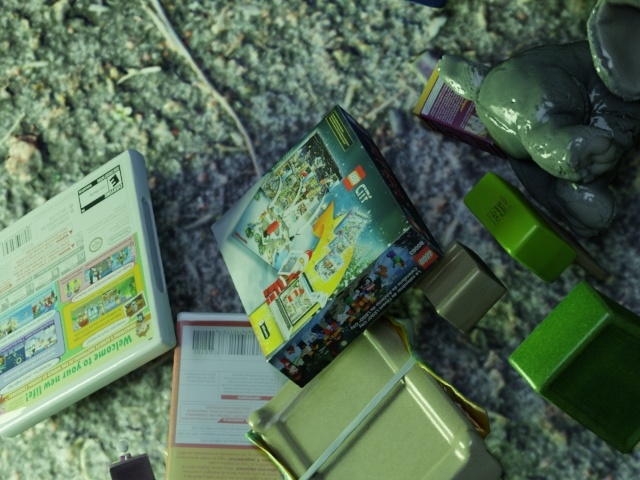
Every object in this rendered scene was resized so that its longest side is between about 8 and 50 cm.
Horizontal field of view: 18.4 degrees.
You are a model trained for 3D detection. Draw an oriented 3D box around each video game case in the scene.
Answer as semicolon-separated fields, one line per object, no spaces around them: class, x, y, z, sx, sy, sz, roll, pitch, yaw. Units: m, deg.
video game case;-0.028;0.201;1.640;0.204;0.025;0.285;2;73;5
video game case;-0.222;0.048;1.755;0.212;0.023;0.193;-30;58;30

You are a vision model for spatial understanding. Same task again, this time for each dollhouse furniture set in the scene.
dollhouse furniture set;0.119;0.128;1.592;0.301;0.151;0.197;-47;48;10
dollhouse furniture set;-0.125;0.200;1.720;0.114;0.091;0.081;-19;23;-8

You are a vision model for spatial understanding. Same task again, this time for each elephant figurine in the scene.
elephant figurine;0.260;-0.129;1.605;0.239;0.186;0.169;-40;30;-5

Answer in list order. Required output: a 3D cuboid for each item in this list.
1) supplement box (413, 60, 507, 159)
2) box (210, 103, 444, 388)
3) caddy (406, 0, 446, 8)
supplement box;0.131;-0.113;1.695;0.083;0.043;0.055;26;84;27
box;0.000;0.000;1.639;0.159;0.044;0.233;-43;30;10
caddy;0.012;-0.322;1.659;0.241;0.341;0.179;28;102;26
